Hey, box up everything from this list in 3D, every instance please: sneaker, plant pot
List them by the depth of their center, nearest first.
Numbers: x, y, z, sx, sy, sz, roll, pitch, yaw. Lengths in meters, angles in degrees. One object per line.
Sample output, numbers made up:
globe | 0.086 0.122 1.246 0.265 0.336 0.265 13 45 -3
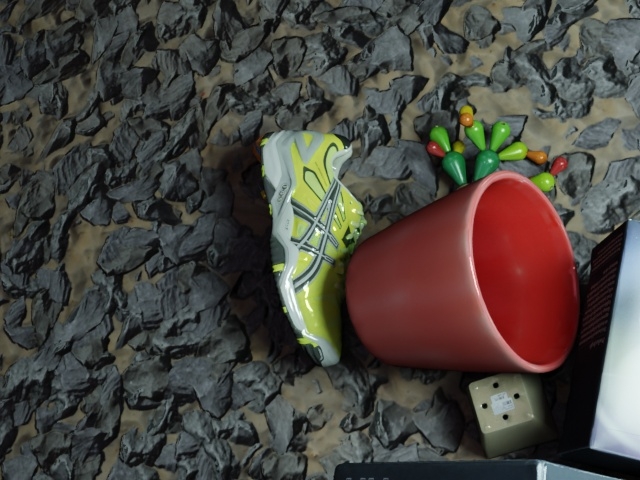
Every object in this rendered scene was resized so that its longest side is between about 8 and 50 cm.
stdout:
plant pot | 0.186 0.064 1.517 0.243 0.275 0.274 -16 65 39
plant pot | 0.259 0.232 1.530 0.109 0.096 0.109 -19 66 12
sneaker | 0.000 0.000 1.681 0.147 0.145 0.384 -10 75 4

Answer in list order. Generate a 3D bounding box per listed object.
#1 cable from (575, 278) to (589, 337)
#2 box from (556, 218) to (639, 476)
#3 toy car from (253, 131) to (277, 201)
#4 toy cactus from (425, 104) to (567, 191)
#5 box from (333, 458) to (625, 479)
cable | 0.361 0.086 1.585 0.287 0.072 0.139 14 94 35
box | 0.484 0.161 1.384 0.296 0.183 0.294 13 77 2
toy car | -0.080 -0.124 1.805 0.060 0.040 0.122 -19 66 12
toy cactus | 0.244 -0.098 1.658 0.219 0.112 0.180 26 92 17
box | 0.192 0.426 1.321 0.395 0.212 0.293 -17 61 55
